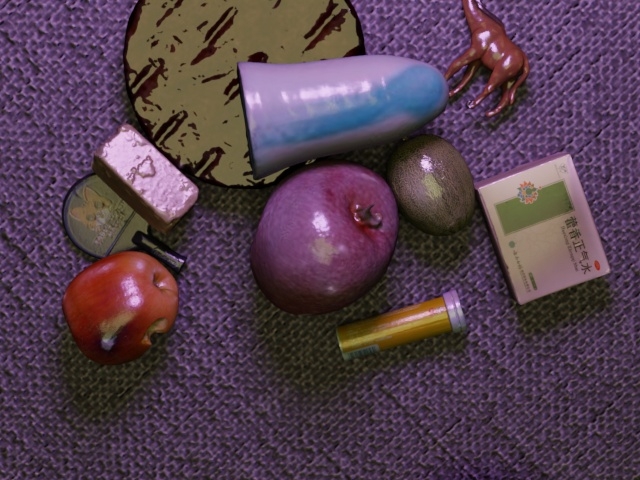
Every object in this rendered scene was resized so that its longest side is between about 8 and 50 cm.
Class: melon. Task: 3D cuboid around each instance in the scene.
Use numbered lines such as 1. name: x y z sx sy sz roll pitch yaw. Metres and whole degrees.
1. melon: 0.179 -0.097 1.825 0.139 0.139 0.192 -28 91 4

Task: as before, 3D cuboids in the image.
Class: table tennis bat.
1. table tennis bat: -0.333 -0.020 1.901 0.236 0.027 0.150 34 95 -1

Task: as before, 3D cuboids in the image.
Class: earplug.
1. earplug: 0.041 -0.209 1.726 0.324 0.185 0.185 -9 96 -6

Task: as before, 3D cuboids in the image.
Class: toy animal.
1. toy animal: 0.257 -0.345 1.834 0.224 0.066 0.230 31 99 12

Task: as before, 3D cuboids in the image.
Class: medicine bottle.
1. medicine bottle: 0.137 0.147 1.887 0.218 0.074 0.074 -16 96 4

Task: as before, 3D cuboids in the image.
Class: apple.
1. apple: -0.326 0.110 1.842 0.199 0.199 0.199 0 97 1

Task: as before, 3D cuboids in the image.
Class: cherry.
1. cherry: 0.000 0.000 1.786 0.221 0.261 0.307 34 139 -8

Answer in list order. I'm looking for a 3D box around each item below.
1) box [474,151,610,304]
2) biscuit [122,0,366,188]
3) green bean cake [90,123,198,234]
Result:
1. box: 0.369 -0.022 1.853 0.168 0.095 0.212 -21 96 1
2. biscuit: -0.124 -0.288 1.833 0.407 0.091 0.407 0 99 0
3. green bean cake: -0.291 -0.100 1.838 0.179 0.109 0.085 44 70 -4
